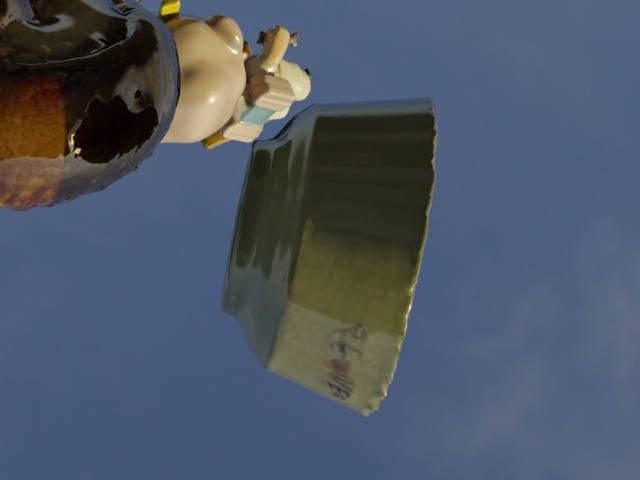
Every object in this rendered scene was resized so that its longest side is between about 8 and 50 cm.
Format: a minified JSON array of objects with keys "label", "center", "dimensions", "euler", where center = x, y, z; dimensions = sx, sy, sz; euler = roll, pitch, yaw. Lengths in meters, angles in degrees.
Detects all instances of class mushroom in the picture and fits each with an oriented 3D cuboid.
[{"label":"mushroom","center":[-0.220,-0.114,1.230],"dimensions":[0.253,0.153,0.253],"euler":[15,-156,-7]}]

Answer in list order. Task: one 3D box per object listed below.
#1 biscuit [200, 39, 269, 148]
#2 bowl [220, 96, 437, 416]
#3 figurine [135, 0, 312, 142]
[{"label":"biscuit","center":[-0.090,-0.138,1.752],"dimensions":[0.081,0.018,0.083],"euler":[-24,-92,-3]},{"label":"bowl","center":[0.000,0.000,1.189],"dimensions":[0.112,0.211,0.211],"euler":[12,-125,-4]},{"label":"figurine","center":[-0.098,-0.129,1.514],"dimensions":[0.229,0.137,0.112],"euler":[6,-120,-49]}]
